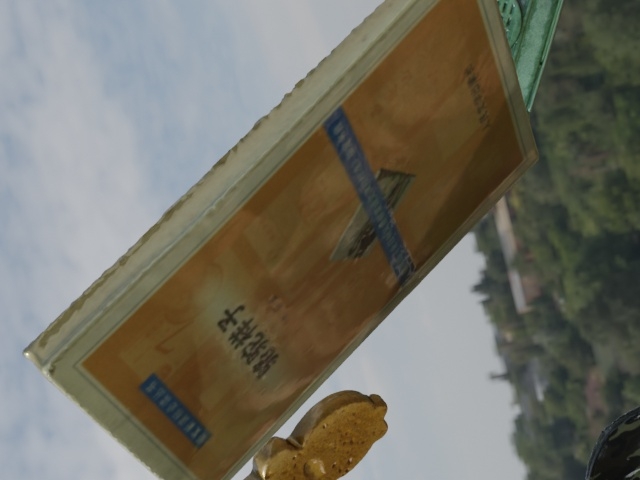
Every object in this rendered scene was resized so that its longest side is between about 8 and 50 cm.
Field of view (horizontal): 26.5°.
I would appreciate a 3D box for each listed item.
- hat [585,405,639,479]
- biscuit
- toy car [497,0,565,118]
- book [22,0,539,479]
[{"bbox_3d":[0.181,0.117,0.618,0.050,0.121,0.121,-96,-10,-55],"label":"hat"},{"bbox_3d":[-0.016,0.253,1.563,0.036,0.225,0.166,40,173,39],"label":"biscuit"},{"bbox_3d":[0.095,-0.132,0.809,0.076,0.090,0.224,-69,-7,-68],"label":"toy car"},{"bbox_3d":[0.001,0.000,0.583,0.018,0.242,0.170,38,168,32],"label":"book"}]
